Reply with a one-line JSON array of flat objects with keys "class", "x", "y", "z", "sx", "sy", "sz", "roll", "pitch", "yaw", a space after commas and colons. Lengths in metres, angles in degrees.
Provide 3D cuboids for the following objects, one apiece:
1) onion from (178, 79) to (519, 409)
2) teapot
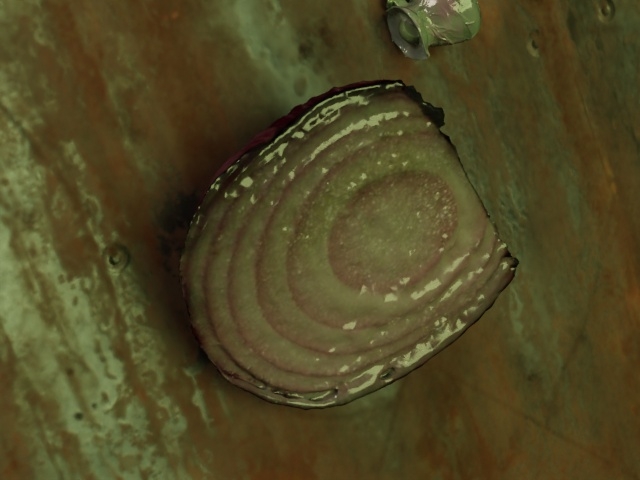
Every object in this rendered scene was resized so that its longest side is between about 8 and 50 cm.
[{"class": "onion", "x": 0.000, "y": 0.000, "z": 1.034, "sx": 0.247, "sy": 0.111, "sz": 0.250, "roll": -36, "pitch": 125, "yaw": -6}, {"class": "teapot", "x": 0.087, "y": -0.192, "z": 1.103, "sx": 0.064, "sy": 0.064, "sz": 0.083, "roll": -33, "pitch": 78, "yaw": -20}]
